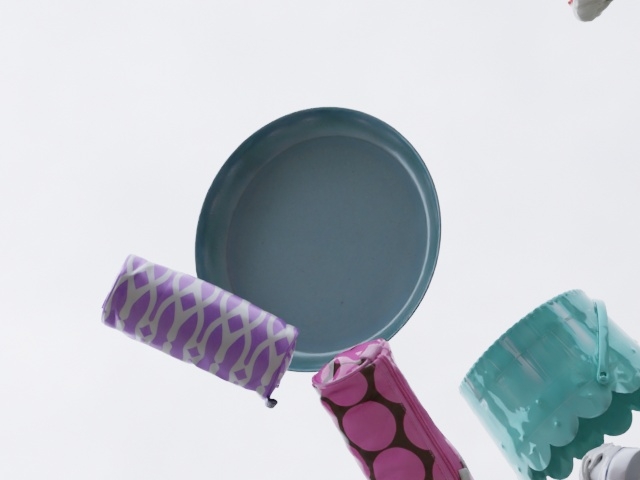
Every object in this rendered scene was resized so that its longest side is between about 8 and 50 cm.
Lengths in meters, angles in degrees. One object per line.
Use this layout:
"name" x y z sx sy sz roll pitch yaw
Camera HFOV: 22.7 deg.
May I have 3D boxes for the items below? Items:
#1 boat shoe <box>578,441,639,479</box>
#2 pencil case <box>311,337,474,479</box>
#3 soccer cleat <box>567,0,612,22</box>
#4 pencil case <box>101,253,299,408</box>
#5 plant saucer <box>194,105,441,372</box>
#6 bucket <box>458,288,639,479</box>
"boat shoe" 0.356 0.294 1.948 0.258 0.084 0.095 29 -112 -70
"pencil case" 0.081 0.194 1.535 0.095 0.209 0.098 -36 2 -32
"soccer cleat" 0.324 -0.296 1.712 0.068 0.076 0.196 -42 -18 -33
"pencil case" -0.120 0.087 1.606 0.086 0.206 0.088 -63 1 -16
"plant saucer" 0.000 0.000 1.876 0.317 0.317 0.044 -44 -25 11
"bucket" 0.349 0.214 2.305 0.281 0.183 0.281 -33 -20 -14
